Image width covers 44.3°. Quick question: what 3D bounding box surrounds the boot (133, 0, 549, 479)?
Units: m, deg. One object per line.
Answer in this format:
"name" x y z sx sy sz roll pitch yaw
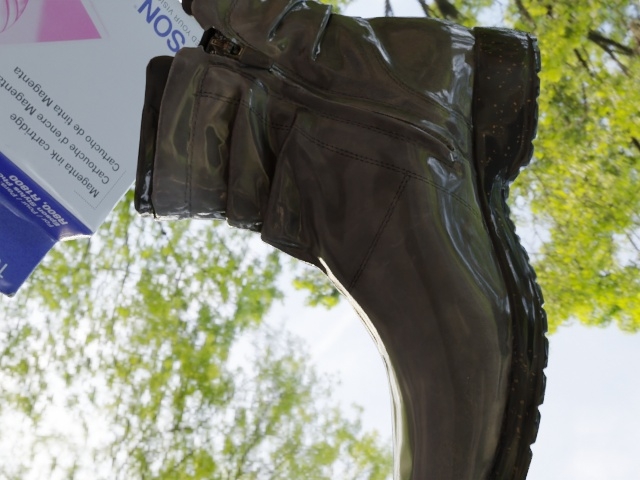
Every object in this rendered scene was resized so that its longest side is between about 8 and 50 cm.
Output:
"boot" 0.000 0.000 0.442 0.118 0.223 0.338 113 -15 -60

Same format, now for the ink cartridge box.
"ink cartridge box" -0.283 -0.163 0.704 0.072 0.324 0.330 9 -120 47
